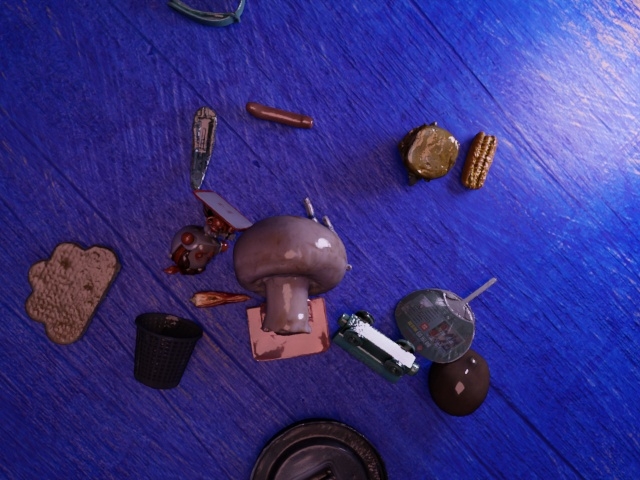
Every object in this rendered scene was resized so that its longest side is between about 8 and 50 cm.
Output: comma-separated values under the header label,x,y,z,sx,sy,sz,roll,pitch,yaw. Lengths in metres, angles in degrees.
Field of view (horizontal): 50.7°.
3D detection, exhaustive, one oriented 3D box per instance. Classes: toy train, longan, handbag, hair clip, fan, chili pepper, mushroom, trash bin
label,x,y,z,sx,sy,sz,roll,pitch,yaw
toy train,0.140,0.289,1.794,0.248,0.159,0.101,35,55,1
longan,0.368,0.376,1.802,0.189,0.189,0.189,0,90,-5
handbag,-0.087,0.233,1.814,0.212,0.059,0.158,-8,91,-4
hair clip,-0.318,-0.244,1.805,0.065,0.036,0.229,8,83,-10
fan,0.351,0.218,1.809,0.294,0.012,0.223,-9,57,3
chili pepper,-0.267,0.154,1.813,0.178,0.027,0.045,-3,94,-5
mushroom,-0.076,0.089,1.675,0.297,0.297,0.290,-2,70,-5
trash bin,-0.409,0.289,1.743,0.175,0.175,0.161,17,100,-5

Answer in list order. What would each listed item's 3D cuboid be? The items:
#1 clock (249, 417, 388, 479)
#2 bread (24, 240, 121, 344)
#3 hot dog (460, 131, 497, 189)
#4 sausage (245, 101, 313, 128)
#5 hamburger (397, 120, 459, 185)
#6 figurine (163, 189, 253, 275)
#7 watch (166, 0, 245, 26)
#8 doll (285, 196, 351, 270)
label,x,y,z,sx,sy,sz,roll,pitch,yaw
clock,-0.006,0.667,1.813,0.385,0.076,0.387,0,91,-5
bread,-0.660,0.117,1.763,0.207,0.056,0.287,33,87,-7
hot dog,0.437,-0.218,1.868,0.071,0.045,0.165,20,87,-7
sausage,-0.111,-0.335,1.820,0.186,0.043,0.043,14,89,-6
hamburger,0.283,-0.226,1.818,0.159,0.131,0.185,28,94,-13
figurine,-0.313,0.004,1.749,0.160,0.183,0.226,41,99,5
watch,-0.300,-0.671,1.791,0.237,0.068,0.195,32,88,-3
doll,0.000,0.000,1.825,0.114,0.057,0.227,-39,91,13
